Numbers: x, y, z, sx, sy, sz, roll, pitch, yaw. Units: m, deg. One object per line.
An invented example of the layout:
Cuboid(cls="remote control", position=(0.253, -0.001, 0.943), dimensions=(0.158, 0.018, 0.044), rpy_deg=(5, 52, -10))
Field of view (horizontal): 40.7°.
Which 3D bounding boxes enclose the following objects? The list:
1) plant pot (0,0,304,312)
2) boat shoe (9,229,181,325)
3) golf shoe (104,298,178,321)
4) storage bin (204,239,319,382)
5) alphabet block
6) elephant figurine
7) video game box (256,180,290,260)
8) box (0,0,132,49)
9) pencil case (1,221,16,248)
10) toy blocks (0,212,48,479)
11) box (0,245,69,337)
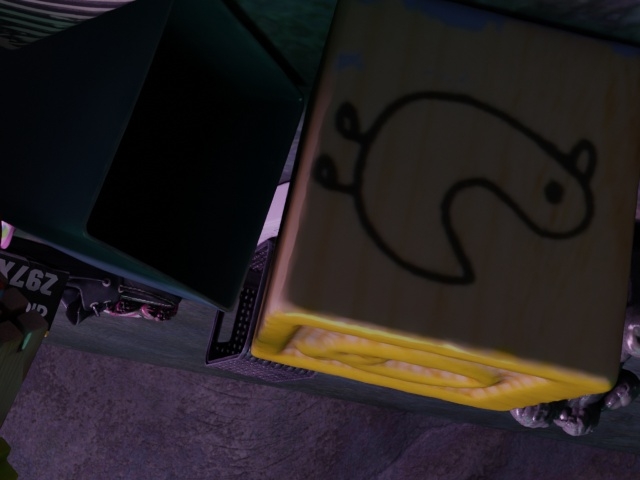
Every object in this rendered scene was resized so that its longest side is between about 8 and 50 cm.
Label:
Cuboid(cls="plant pot", position=(-0.166, -0.073, 0.588), dimensions=(0.234, 0.166, 0.165), rpy_deg=(12, 166, 28))
Cuboid(cls="boat shoe", position=(-0.364, 0.066, 1.273), dimensions=(0.340, 0.113, 0.127), rpy_deg=(22, 161, -32))
Cuboid(cls="golf shoe", position=(-0.331, 0.095, 1.434), dimensions=(0.086, 0.068, 0.186), rpy_deg=(-2, 159, 44))
Cuboid(cls="storage bin", position=(-0.053, 0.080, 0.917), dimensions=(0.084, 0.122, 0.180), rpy_deg=(18, 164, -17))
Cuboid(cls="alphabet block", position=(0.071, -0.013, 0.543), dimensions=(0.192, 0.197, 0.193), rpy_deg=(12, 164, -3))
Cuboid(cls="elephant figurine", position=(0.248, 0.056, 0.766), dimensions=(0.169, 0.186, 0.239), rpy_deg=(-18, 146, -24))
Cuboid(cls="video game box", position=(0.000, 0.000, 0.911), dimensions=(0.187, 0.048, 0.205), rpy_deg=(24, 161, -30))
Cuboid(cls="box", position=(-0.085, -0.161, 0.327), dimensions=(0.275, 0.094, 0.113), rpy_deg=(-4, 159, 44))
Cuboid(cls="pencil case", position=(-0.390, -0.089, 0.766), dimensions=(0.284, 0.124, 0.124), rpy_deg=(20, 162, -29))
Cuboid(cls="toy blocks", position=(-0.271, -0.029, 0.450), dimensions=(0.381, 0.261, 0.190), rpy_deg=(43, -148, 14))
Cuboid(cls="box", position=(-0.452, 0.005, 0.909), dimensions=(0.257, 0.079, 0.322), rpy_deg=(24, 173, -41))
